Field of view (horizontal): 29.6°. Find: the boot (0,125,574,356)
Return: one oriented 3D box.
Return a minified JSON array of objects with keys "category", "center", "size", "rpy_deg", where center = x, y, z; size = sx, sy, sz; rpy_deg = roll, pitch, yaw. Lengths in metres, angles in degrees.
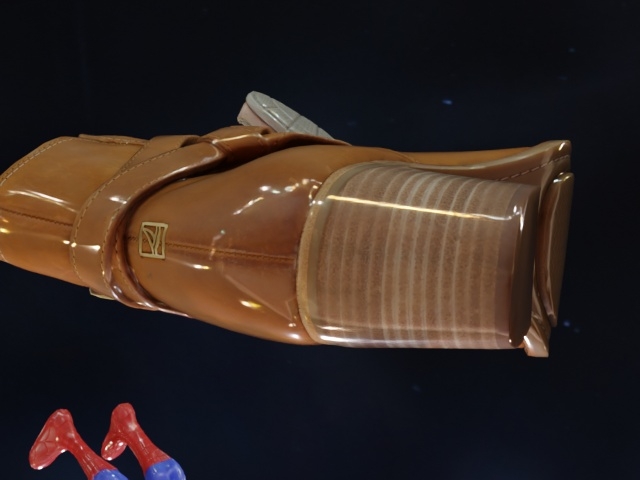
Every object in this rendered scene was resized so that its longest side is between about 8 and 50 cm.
[{"category":"boot","center":[0.000,0.000,0.570],"size":[0.283,0.220,0.109],"rpy_deg":[-22,-63,-71]}]

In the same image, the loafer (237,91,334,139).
[{"category":"loafer","center":[0.004,-0.028,0.635],"size":[0.125,0.045,0.039],"rpy_deg":[35,-71,-4]}]

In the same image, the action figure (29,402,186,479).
[{"category":"action figure","center":[-0.090,0.240,0.754],"size":[0.091,0.280,0.139],"rpy_deg":[0,-60,-45]}]
